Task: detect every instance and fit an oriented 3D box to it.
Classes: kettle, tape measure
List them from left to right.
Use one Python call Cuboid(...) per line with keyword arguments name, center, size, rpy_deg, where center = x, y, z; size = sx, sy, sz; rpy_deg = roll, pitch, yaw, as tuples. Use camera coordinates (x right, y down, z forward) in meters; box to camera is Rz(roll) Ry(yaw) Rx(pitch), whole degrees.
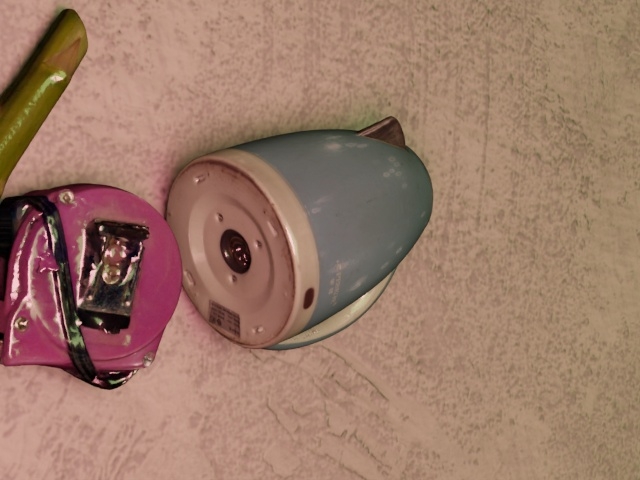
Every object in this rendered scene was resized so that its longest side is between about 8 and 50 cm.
Cuboid(name="tape measure", center=(-0.281, 0.054, 1.691), size=(0.232, 0.149, 0.245), rpy_deg=(5, 87, -35))
Cuboid(name="kettle", center=(0.000, 0.000, 1.874), size=(0.342, 0.247, 0.319), rpy_deg=(-22, 134, -41))

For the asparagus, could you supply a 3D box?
Cuboid(name="asparagus", center=(-0.353, -0.154, 1.697), size=(0.277, 0.067, 0.060), rpy_deg=(-59, 158, -19))
